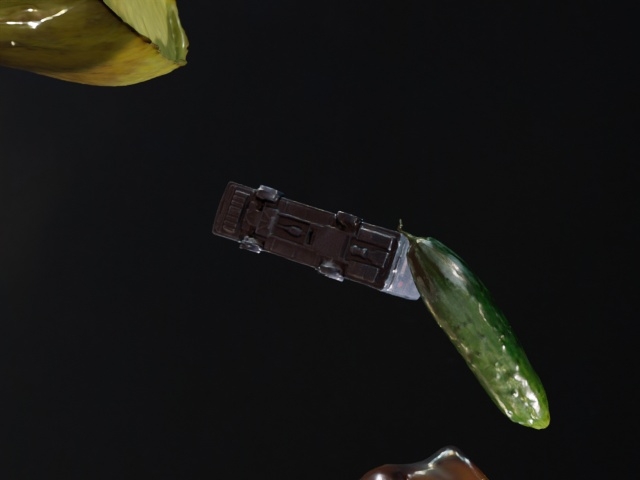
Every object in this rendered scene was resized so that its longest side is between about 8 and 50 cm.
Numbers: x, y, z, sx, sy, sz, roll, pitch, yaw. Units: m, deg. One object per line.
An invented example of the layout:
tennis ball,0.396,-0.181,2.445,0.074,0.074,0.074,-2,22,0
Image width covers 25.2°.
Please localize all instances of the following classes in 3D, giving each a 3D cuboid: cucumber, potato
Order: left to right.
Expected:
potato,-0.148,-0.143,0.625,0.111,0.271,0.160,-21,-99,7
cucumber,0.097,0.055,0.869,0.039,0.039,0.168,-13,-62,48

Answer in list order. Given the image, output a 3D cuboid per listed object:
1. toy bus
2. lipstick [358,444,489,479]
toy bus,0.000,0.000,1.015,0.166,0.065,0.047,18,-91,40
lipstick,-0.088,0.236,0.602,0.418,0.077,0.077,-39,-133,-8
